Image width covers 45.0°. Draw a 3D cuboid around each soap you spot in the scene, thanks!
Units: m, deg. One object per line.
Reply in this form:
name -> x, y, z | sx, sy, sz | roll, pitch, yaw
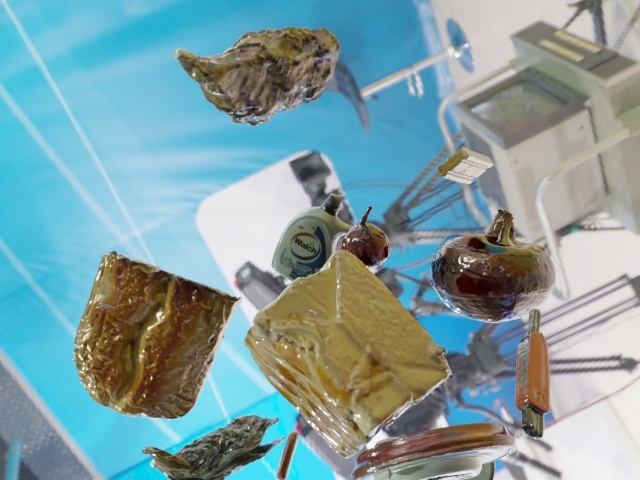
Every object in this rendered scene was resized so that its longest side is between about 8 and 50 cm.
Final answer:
soap -> 0.390, -0.199, 2.073 | 0.037, 0.092, 0.252 | 55, -158, 16

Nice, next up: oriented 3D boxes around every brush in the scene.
brush -> 0.450, 0.275, 1.639 | 0.070, 0.051, 0.323 | 34, -135, -16

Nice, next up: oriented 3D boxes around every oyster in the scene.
oyster -> -0.123, -0.339, 1.655 | 0.111, 0.396, 0.204 | 31, 132, 51
oyster -> -0.257, 0.544, 1.973 | 0.162, 0.350, 0.158 | 100, 152, -56

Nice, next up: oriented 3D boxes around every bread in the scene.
bread -> 0.053, 0.268, 1.743 | 0.390, 0.279, 0.371 | 45, 158, 8

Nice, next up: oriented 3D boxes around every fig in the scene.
fig -> 0.124, 0.007, 1.977 | 0.150, 0.128, 0.128 | -59, 45, 37

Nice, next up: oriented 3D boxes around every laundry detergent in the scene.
laundry detergent -> 0.000, 0.000, 2.241 | 0.214, 0.281, 0.105 | 30, -166, -1

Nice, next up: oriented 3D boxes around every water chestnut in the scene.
water chestnut -> 0.466, 0.064, 2.095 | 0.350, 0.350, 0.302 | -133, 47, -80

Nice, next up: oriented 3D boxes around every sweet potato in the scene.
sweet potato -> -0.379, 0.530, 1.877 | 0.153, 0.038, 0.041 | 13, 127, 25

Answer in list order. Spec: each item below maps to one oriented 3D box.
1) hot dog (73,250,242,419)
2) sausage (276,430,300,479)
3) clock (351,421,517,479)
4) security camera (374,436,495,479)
hot dog -> -0.422, 0.250, 1.905 | 0.367, 0.366, 0.196 | 20, 175, 6
sausage -> -0.092, 0.606, 2.171 | 0.035, 0.030, 0.147 | 68, -147, -49
clock -> 0.214, 0.421, 1.452 | 0.318, 0.318, 0.080 | 70, -173, -64
security camera -> 0.264, 0.542, 1.847 | 0.080, 0.301, 0.157 | 26, -122, -59
